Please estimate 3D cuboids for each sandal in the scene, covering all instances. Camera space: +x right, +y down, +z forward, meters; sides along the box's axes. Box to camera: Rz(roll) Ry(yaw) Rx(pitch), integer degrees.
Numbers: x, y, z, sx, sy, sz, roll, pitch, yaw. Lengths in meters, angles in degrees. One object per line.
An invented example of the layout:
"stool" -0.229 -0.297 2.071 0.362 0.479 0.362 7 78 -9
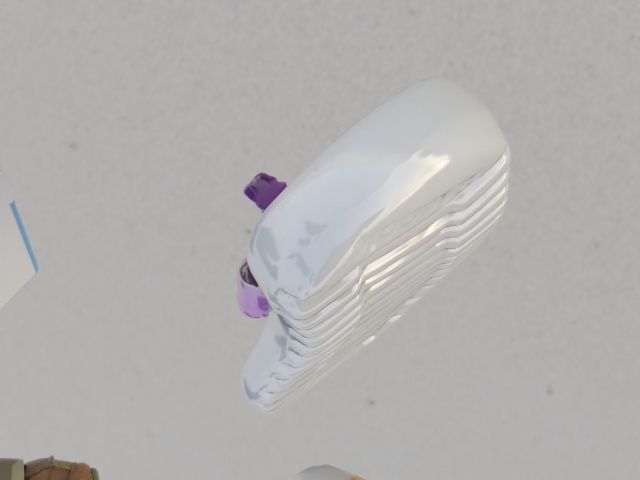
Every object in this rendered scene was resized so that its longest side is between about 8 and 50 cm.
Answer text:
"sandal" 0.012 -0.009 0.730 0.102 0.169 0.416 53 166 9

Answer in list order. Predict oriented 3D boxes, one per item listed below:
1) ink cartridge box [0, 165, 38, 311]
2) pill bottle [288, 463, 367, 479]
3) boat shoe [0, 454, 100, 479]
"ink cartridge box" -0.363 -0.067 0.947 0.307 0.129 0.223 35 159 15
"pill bottle" 0.085 0.206 0.488 0.278 0.162 0.162 23 148 11
"boat shoe" -0.235 0.331 1.206 0.104 0.307 0.111 3 149 -16
